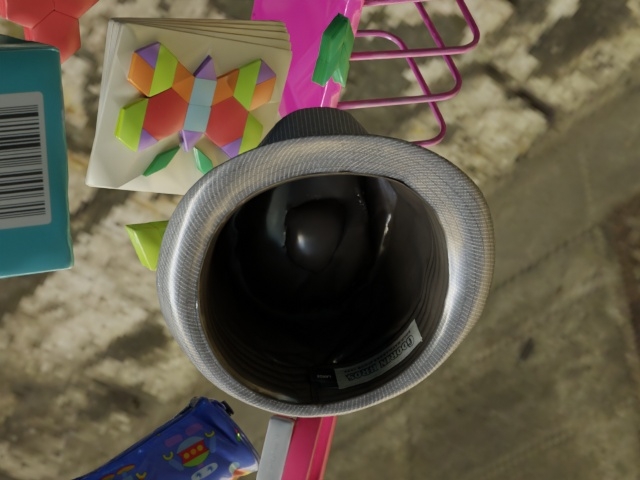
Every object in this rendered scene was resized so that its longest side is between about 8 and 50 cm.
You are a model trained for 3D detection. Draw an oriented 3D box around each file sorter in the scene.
[{"bbox_3d":[0.059,-0.254,1.497,0.291,0.182,0.202,106,149,-47],"label":"file sorter"}]

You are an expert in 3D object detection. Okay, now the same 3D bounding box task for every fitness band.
[{"bbox_3d":[-0.024,0.246,1.589,0.209,0.054,0.291,-31,-44,-77],"label":"fitness band"}]

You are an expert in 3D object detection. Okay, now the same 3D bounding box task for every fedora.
[{"bbox_3d":[0.000,0.000,1.081,0.124,0.243,0.275,-100,4,-51],"label":"fedora"}]

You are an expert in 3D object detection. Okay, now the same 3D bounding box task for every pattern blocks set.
[{"bbox_3d":[-0.106,-0.109,1.186,0.026,0.324,0.285,31,126,47],"label":"pattern blocks set"}]

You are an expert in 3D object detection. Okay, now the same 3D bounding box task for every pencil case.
[{"bbox_3d":[-0.232,0.326,1.977,0.306,0.133,0.119,-31,3,-13],"label":"pencil case"}]

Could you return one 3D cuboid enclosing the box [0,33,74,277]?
[{"bbox_3d":[-0.183,-0.051,0.719,0.244,0.060,0.101,-156,62,-63],"label":"box"}]
